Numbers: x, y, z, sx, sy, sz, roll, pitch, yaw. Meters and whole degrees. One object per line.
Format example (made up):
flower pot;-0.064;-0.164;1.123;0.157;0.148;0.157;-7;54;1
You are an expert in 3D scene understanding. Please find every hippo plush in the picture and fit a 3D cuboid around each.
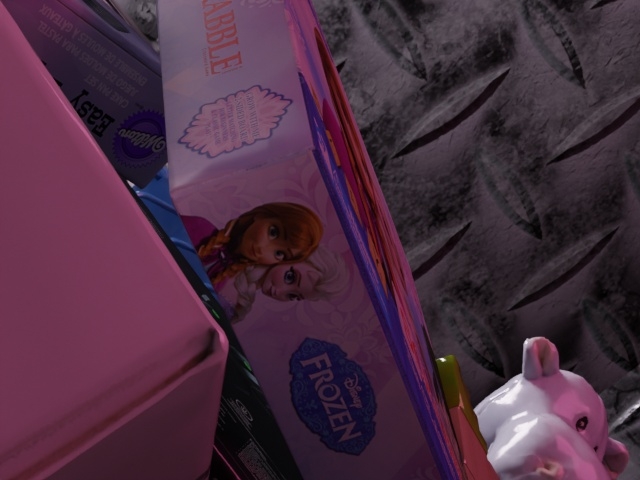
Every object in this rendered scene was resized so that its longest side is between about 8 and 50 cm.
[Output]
hippo plush;0.138;0.219;1.299;0.234;0.236;0.294;61;14;-25

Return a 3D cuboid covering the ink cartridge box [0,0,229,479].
ink cartridge box;-0.140;0.015;0.454;0.223;0.129;0.307;55;-16;13

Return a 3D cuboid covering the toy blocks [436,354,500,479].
toy blocks;0.097;0.291;0.903;0.381;0.190;0.261;-93;157;-54

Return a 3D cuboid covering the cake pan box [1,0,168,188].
cake pan box;-0.209;-0.161;0.858;0.246;0.070;0.267;38;5;-47

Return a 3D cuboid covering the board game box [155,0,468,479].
board game box;0.000;0.000;0.823;0.318;0.066;0.319;-102;172;-53

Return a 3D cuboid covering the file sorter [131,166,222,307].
file sorter;-0.126;0.038;1.088;0.170;0.118;0.104;55;8;20

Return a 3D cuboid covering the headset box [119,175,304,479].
headset box;-0.113;0.079;0.809;0.246;0.131;0.283;53;5;2
